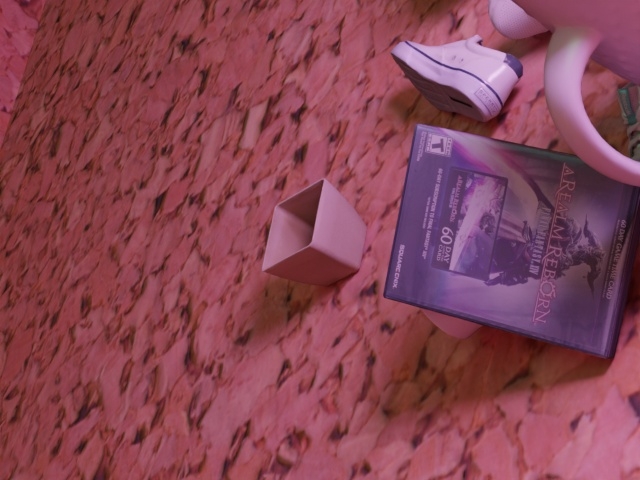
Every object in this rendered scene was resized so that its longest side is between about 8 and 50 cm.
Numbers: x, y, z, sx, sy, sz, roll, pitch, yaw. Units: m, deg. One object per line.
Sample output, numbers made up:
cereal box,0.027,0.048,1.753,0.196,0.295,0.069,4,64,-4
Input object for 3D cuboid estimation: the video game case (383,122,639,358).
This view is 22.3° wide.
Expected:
video game case,0.201,-0.004,1.705,0.274,0.026,0.196,15,98,34

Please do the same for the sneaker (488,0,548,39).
sneaker,0.310,-0.295,1.922,0.292,0.108,0.169,-34,34,37

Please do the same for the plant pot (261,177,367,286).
plant pot,0.000,0.000,2.153,0.109,0.096,0.109,-29,40,45

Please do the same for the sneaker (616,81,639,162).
sneaker,0.345,-0.121,1.709,0.080,0.094,0.212,-15,51,51

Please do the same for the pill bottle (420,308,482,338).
pill bottle,0.201,0.007,1.791,0.208,0.119,0.119,-45,31,25

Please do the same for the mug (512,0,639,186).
mug,0.343,-0.233,1.567,0.276,0.328,0.374,5,68,59

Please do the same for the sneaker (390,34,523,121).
sneaker,0.181,-0.221,2.102,0.091,0.094,0.258,-42,31,-7
